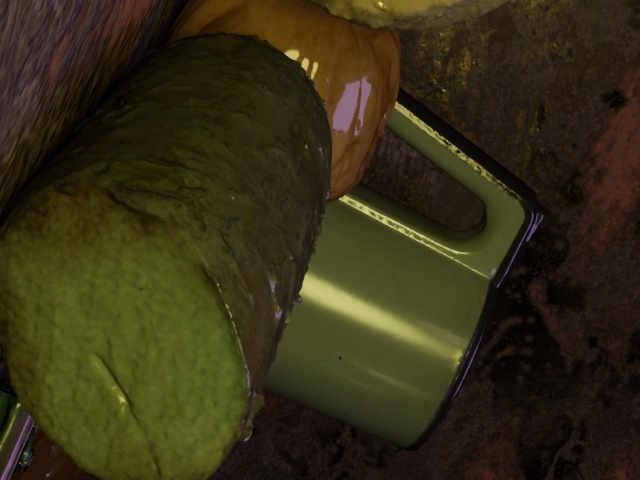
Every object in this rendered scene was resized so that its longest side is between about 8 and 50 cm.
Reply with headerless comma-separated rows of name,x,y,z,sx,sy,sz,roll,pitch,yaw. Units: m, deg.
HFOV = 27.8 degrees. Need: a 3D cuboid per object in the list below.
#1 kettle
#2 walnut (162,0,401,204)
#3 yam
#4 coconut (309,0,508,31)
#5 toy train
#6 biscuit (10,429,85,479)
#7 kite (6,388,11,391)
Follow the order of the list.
kettle,0.000,0.000,1.333,0.250,0.376,0.361,-74,-170,-73
walnut,-0.031,-0.123,0.984,0.222,0.195,0.195,119,-5,-46
yam,-0.082,-0.004,0.745,0.304,0.168,0.168,-70,-175,-63
coconut,0.066,-0.266,0.832,0.239,0.239,0.244,-63,-179,32
toy train,-0.237,0.171,0.929,0.071,0.038,0.148,127,-14,-82
biscuit,-0.209,0.143,1.136,0.305,0.038,0.305,-53,171,-12
kite,-0.264,0.174,0.954,0.137,0.005,0.153,128,-14,-75
